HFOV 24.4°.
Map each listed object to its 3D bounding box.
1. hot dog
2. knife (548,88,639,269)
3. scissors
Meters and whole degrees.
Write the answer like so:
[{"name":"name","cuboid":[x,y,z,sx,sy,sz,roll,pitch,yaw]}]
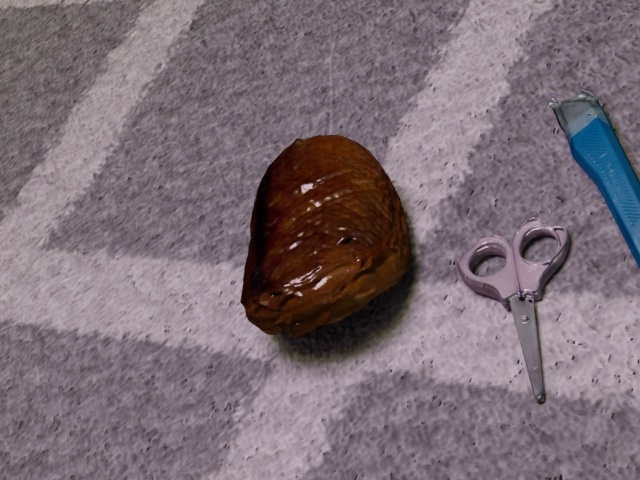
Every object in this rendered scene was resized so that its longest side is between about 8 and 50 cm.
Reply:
[{"name":"hot dog","cuboid":[-0.003,-0.001,1.334,0.161,0.099,0.226,-18,41,22]},{"name":"knife","cuboid":[0.251,-0.038,1.240,0.044,0.026,0.296,-30,42,14]},{"name":"scissors","cuboid":[0.166,0.057,1.216,0.100,0.015,0.189,-20,43,17]}]
